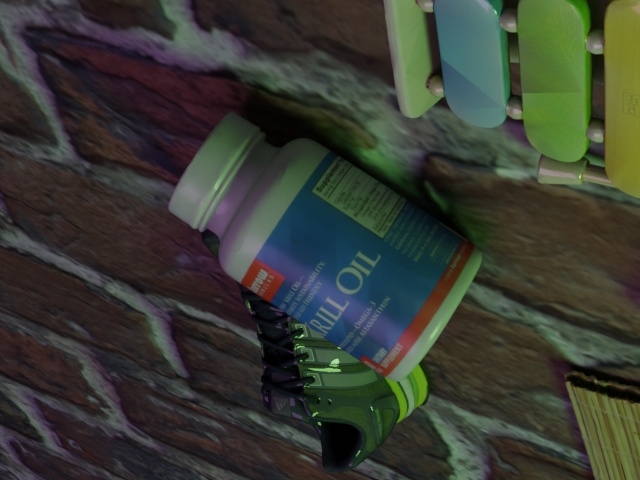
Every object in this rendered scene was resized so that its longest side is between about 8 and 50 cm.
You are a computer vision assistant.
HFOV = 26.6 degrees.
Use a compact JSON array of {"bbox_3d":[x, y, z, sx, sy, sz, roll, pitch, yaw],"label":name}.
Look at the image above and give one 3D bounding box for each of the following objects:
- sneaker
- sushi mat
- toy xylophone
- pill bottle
[{"bbox_3d":[-0.011,0.090,1.183,0.111,0.121,0.300,-1,137,46],"label":"sneaker"},{"bbox_3d":[0.306,0.223,1.174,0.151,0.019,0.316,13,146,31],"label":"sushi mat"},{"bbox_3d":[0.197,-0.071,0.762,0.323,0.081,0.236,15,147,31],"label":"toy xylophone"},{"bbox_3d":[0.000,0.000,1.029,0.222,0.124,0.124,32,152,1],"label":"pill bottle"}]
